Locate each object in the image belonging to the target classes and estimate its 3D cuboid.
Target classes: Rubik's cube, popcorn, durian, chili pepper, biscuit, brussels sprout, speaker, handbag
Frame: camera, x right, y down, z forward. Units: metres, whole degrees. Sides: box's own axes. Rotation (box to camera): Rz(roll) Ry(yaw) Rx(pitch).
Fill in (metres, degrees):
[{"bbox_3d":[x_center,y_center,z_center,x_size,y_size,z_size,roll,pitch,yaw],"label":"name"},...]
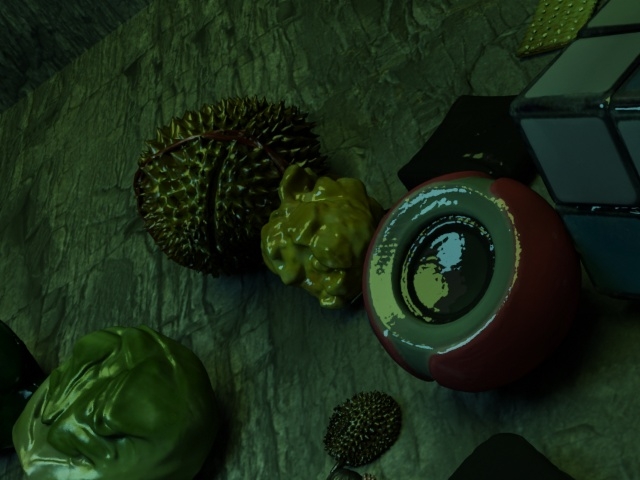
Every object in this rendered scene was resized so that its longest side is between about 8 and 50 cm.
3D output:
[{"bbox_3d":[0.474,-0.128,1.419,0.313,0.318,0.316,-45,30,-27],"label":"Rubik's cube"},{"bbox_3d":[-0.003,-0.003,1.956,0.253,0.191,0.190,-74,11,-45],"label":"popcorn"},{"bbox_3d":[0.044,0.263,1.675,0.140,0.071,0.110,-51,32,-7],"label":"durian"},{"bbox_3d":[-0.643,0.279,2.272,0.257,0.233,0.248,28,88,48],"label":"chili pepper"},{"bbox_3d":[0.440,-0.418,2.138,0.139,0.016,0.231,-9,44,41],"label":"biscuit"},{"bbox_3d":[-0.318,0.286,1.880,0.328,0.247,0.328,-20,33,13],"label":"brussels sprout"},{"bbox_3d":[-0.164,-0.101,2.139,0.348,0.347,0.384,-23,2,28],"label":"durian"},{"bbox_3d":[0.205,0.057,1.565,0.294,0.294,0.294,-28,34,21],"label":"speaker"},{"bbox_3d":[0.266,-0.166,1.954,0.247,0.080,0.223,6,54,50],"label":"handbag"}]

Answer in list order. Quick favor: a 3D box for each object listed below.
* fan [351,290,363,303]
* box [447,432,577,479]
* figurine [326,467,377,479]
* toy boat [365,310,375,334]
[{"bbox_3d":[0.089,0.064,1.860,0.133,0.005,0.085,-37,-18,-36],"label":"fan"},{"bbox_3d":[0.186,0.413,1.315,0.359,0.091,0.350,-46,30,-7],"label":"box"},{"bbox_3d":[0.023,0.363,1.587,0.072,0.054,0.129,2,54,44],"label":"figurine"},{"bbox_3d":[0.131,0.073,1.828,0.173,0.059,0.069,-51,31,-2],"label":"toy boat"}]
